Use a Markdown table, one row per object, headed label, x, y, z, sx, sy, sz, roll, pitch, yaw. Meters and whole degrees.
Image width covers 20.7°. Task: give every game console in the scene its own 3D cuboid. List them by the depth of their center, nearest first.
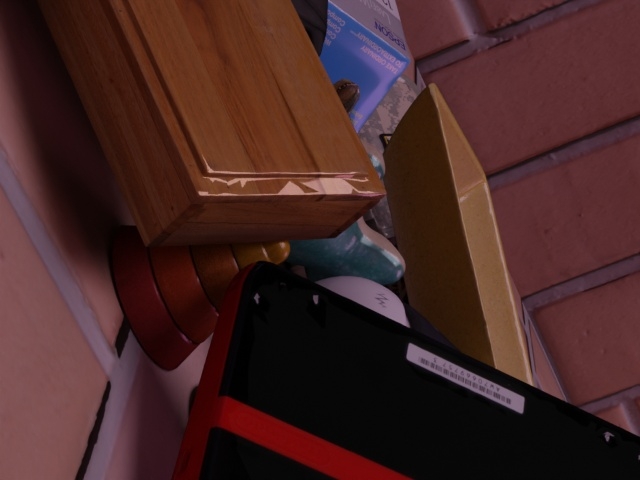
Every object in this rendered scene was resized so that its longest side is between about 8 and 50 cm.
| label | x | y | z | sx | sy | sz | roll | pitch | yaw |
| --- | --- | --- | --- | --- | --- | --- | --- | --- | --- |
| game console | 0.078 | 0.215 | 1.244 | 0.386 | 0.060 | 0.342 | 26 | 43 | -13 |

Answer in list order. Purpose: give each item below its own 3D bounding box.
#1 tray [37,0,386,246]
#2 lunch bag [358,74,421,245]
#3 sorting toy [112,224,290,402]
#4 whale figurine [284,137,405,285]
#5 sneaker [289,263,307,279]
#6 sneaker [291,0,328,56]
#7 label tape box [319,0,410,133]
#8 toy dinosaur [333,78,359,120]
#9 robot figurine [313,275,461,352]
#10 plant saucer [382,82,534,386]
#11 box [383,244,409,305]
| label | x | y | z | sx | sy | sz | roll | pitch | yaw |
| --- | --- | --- | --- | --- | --- | --- | --- | --- | --- |
| tray | -0.117 | -0.190 | 1.349 | 0.203 | 0.076 | 0.411 | -2 | 59 | -48 |
| lunch bag | 0.093 | -0.070 | 2.193 | 0.287 | 0.169 | 0.235 | 29 | 39 | -62 |
| sorting toy | -0.031 | 0.131 | 1.385 | 0.127 | 0.126 | 0.365 | -76 | 142 | -71 |
| whale figurine | -0.039 | -0.035 | 1.518 | 0.272 | 0.216 | 0.141 | 54 | 47 | -32 |
| sneaker | 0.000 | 0.000 | 1.892 | 0.170 | 0.063 | 0.075 | -24 | 98 | -73 |
| sneaker | -0.088 | -0.225 | 1.636 | 0.286 | 0.109 | 0.130 | 0 | 85 | -44 |
| label tape box | -0.018 | -0.277 | 2.024 | 0.249 | 0.115 | 0.347 | 31 | 33 | -39 |
| toy dinosaur | -0.049 | -0.098 | 1.645 | 0.118 | 0.064 | 0.268 | 65 | -30 | 16 |
| robot figurine | 0.057 | 0.156 | 1.543 | 0.278 | 0.209 | 0.173 | 43 | 65 | -26 |
| plant saucer | 0.144 | 0.045 | 1.818 | 0.333 | 0.081 | 0.332 | 45 | 31 | -69 |
| box | 0.125 | 0.167 | 2.009 | 0.293 | 0.073 | 0.295 | 34 | 48 | -75 |
